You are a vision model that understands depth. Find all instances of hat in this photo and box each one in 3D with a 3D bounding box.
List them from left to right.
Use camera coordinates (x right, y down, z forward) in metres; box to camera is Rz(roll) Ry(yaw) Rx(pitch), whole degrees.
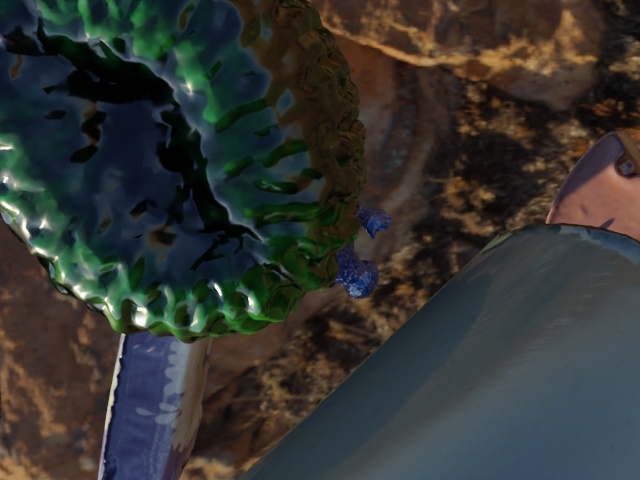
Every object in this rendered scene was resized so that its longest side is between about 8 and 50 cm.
[{"bbox_3d":[-0.089,-0.091,0.762,0.242,0.332,0.274,-19,102,12],"label":"hat"}]

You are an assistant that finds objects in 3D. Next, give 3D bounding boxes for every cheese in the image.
[{"bbox_3d":[0.404,-0.059,1.499,0.203,0.128,0.177,0,94,28],"label":"cheese"}]

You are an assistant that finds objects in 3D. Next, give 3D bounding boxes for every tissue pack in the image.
[{"bbox_3d":[-0.240,0.198,1.702,0.125,0.242,0.343,12,104,3],"label":"tissue pack"}]

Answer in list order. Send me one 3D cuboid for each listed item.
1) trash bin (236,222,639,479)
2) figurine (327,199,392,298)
[{"bbox_3d":[0.027,0.220,0.461,0.280,0.432,0.280,39,158,19],"label":"trash bin"},{"bbox_3d":[-0.009,0.003,1.583,0.164,0.262,0.121,-63,25,6],"label":"figurine"}]
